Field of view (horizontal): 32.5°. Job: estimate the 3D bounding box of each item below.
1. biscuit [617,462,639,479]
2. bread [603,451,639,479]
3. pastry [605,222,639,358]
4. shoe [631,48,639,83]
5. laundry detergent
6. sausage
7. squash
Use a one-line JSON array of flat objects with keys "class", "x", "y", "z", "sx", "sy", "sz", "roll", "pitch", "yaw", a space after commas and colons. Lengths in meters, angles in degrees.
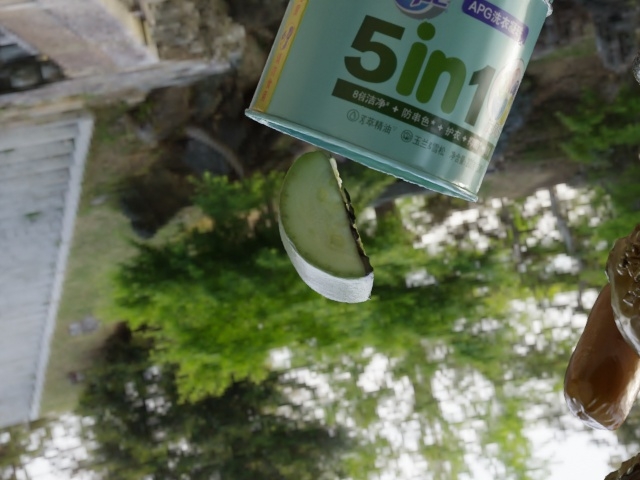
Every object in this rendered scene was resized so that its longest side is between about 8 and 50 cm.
[{"class": "biscuit", "x": 0.230, "y": 0.333, "z": 1.059, "sx": 0.046, "sy": 0.359, "sz": 0.359, "roll": 44, "pitch": -145, "yaw": 24}, {"class": "bread", "x": 0.487, "y": 0.422, "z": 1.535, "sx": 0.274, "sy": 0.274, "sz": 0.149, "roll": -6, "pitch": 171, "yaw": 39}, {"class": "pastry", "x": 0.462, "y": 0.079, "z": 1.180, "sx": 0.255, "sy": 0.311, "sz": 0.162, "roll": -40, "pitch": -174, "yaw": 8}, {"class": "shoe", "x": 0.559, "y": -0.259, "z": 1.419, "sx": 0.171, "sy": 0.237, "sz": 0.384, "roll": -52, "pitch": -179, "yaw": -13}, {"class": "laundry detergent", "x": 0.098, "y": -0.234, "z": 1.247, "sx": 0.287, "sy": 0.305, "sz": 0.287, "roll": 21, "pitch": -177, "yaw": -1}, {"class": "sausage", "x": 0.366, "y": 0.141, "z": 1.375, "sx": 0.098, "sy": 0.098, "sz": 0.238, "roll": -6, "pitch": -146, "yaw": 36}, {"class": "squash", "x": 0.000, "y": 0.000, "z": 1.409, "sx": 0.093, "sy": 0.169, "sz": 0.252, "roll": -19, "pitch": 171, "yaw": -2}]
